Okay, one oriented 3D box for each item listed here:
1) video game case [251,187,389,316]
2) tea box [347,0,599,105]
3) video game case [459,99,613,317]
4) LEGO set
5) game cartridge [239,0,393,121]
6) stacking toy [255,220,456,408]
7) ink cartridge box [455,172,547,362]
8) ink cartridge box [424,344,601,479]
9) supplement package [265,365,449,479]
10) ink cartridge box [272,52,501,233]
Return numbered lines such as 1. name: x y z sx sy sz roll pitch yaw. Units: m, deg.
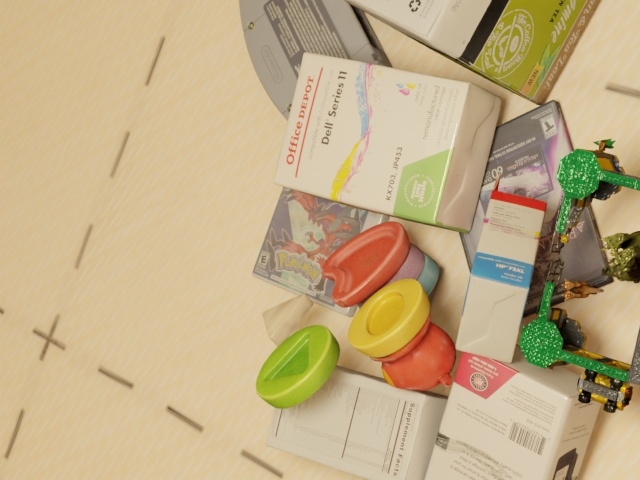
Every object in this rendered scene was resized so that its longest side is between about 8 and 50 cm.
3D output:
1. video game case: 0.000 0.000 2.133 0.201 0.023 0.183 21 92 37
2. tea box: 0.227 -0.405 1.873 0.220 0.323 0.329 34 101 36
3. video game case: 0.283 -0.035 1.940 0.196 0.026 0.274 -25 65 29
4. LEGO set: 0.408 0.043 1.739 0.255 0.192 0.331 8 94 38
5. game cartridge: -0.017 -0.313 2.197 0.198 0.062 0.297 -39 60 27
6. stacking toy: 0.057 0.135 1.932 0.279 0.130 0.309 -35 24 16
7. ink cartridge box: 0.241 0.031 1.815 0.078 0.231 0.134 13 130 8
8. ink cartridge box: 0.248 0.272 1.819 0.172 0.100 0.237 26 109 36
9. supplement package: 0.068 0.261 1.958 0.244 0.134 0.139 13 87 37
10. ink cartridge box: 0.064 -0.150 2.012 0.353 0.119 0.207 15 93 33
